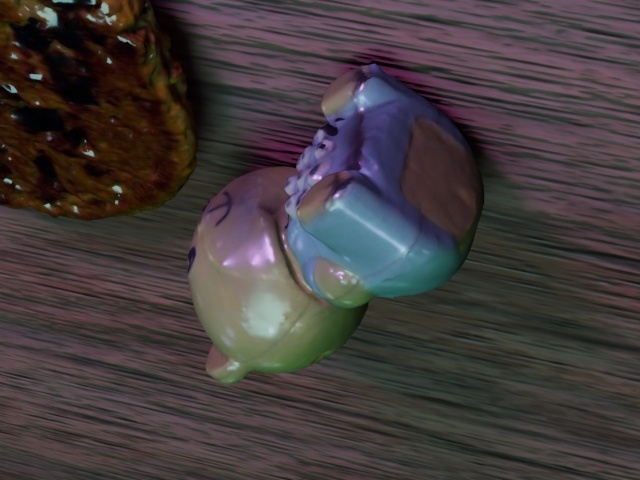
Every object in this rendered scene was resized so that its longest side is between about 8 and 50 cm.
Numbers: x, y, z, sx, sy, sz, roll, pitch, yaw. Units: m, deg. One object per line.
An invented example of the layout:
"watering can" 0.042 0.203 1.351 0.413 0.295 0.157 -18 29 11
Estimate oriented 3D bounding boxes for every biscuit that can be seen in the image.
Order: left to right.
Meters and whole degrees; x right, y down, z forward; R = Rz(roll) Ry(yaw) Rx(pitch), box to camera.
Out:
"biscuit" -0.240 -0.143 1.459 0.289 0.081 0.334 7 142 17

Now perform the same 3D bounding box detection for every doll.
"doll" 0.000 0.000 1.433 0.161 0.177 0.261 32 135 -26
